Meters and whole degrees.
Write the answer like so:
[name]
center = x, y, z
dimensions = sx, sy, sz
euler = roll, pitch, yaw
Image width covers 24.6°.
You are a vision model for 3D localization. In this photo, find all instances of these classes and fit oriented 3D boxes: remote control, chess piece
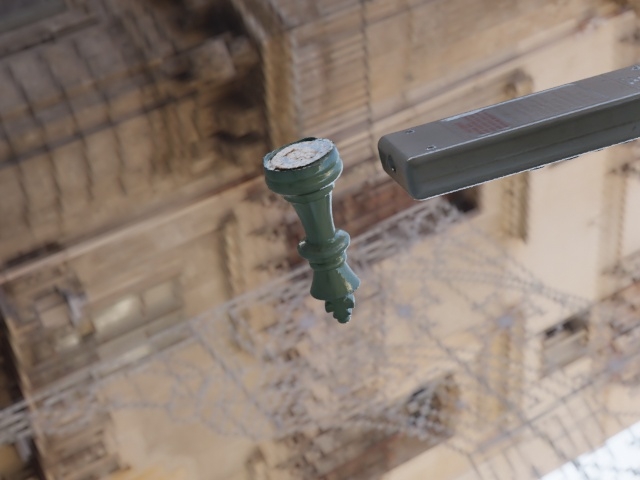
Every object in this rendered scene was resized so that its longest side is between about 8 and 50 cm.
[remote control]
center = 0.131, -0.065, 0.836
dimensions = 0.087, 0.190, 0.029
euler = -126, -159, -73
[chess piece]
center = 0.000, 0.000, 1.105
dimensions = 0.059, 0.059, 0.149
euler = 29, -42, 54
